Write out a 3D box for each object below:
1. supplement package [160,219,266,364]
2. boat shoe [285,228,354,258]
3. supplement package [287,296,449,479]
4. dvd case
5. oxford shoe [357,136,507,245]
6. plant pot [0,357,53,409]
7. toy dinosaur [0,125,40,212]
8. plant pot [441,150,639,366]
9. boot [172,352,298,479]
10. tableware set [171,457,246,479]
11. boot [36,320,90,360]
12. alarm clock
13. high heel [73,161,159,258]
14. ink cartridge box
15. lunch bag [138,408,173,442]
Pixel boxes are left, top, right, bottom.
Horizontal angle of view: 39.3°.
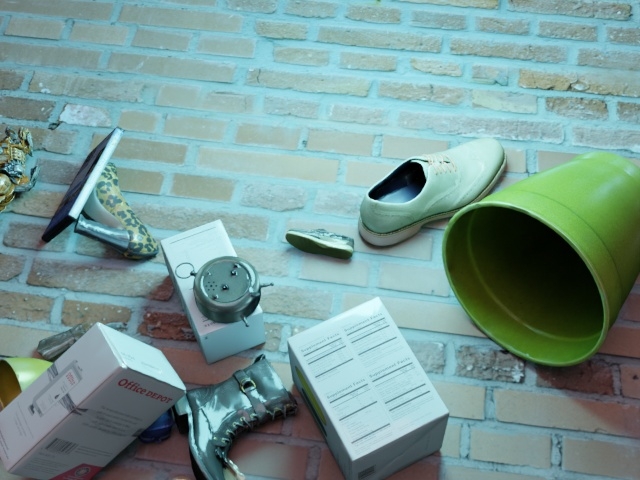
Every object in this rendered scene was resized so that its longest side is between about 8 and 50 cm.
[{"bbox_3d":[-0.220,0.106,1.845,0.139,0.134,0.244,-20,59,-12],"label":"supplement package"},{"bbox_3d":[0.000,0.000,1.958,0.152,0.056,0.049,17,54,1],"label":"boat shoe"},{"bbox_3d":[0.085,0.290,1.680,0.198,0.199,0.262,-24,60,-12],"label":"supplement package"},{"bbox_3d":[-0.527,-0.123,1.989,0.022,0.180,0.253,34,57,-22],"label":"dvd case"},{"bbox_3d":[0.259,-0.132,1.974,0.397,0.146,0.140,-33,60,-19],"label":"oxford shoe"},{"bbox_3d":[-0.564,0.286,1.758,0.095,0.134,0.134,-13,53,-40],"label":"plant pot"},{"bbox_3d":[-0.760,-0.138,2.016,0.218,0.164,0.322,16,36,-7],"label":"toy dinosaur"},{"bbox_3d":[0.497,0.002,1.795,0.366,0.366,0.353,39,54,23],"label":"plant pot"},{"bbox_3d":[-0.148,0.349,1.710,0.229,0.091,0.263,-16,58,-18],"label":"boot"},{"bbox_3d":[-0.211,0.490,1.668,0.169,0.020,0.141,-21,59,-11],"label":"tableware set"},{"bbox_3d":[-0.517,0.225,1.834,0.114,0.037,0.106,-23,47,-16],"label":"boot"},{"bbox_3d":[-0.199,0.085,1.743,0.192,0.064,0.129,20,59,16],"label":"alarm clock"},{"bbox_3d":[-0.437,-0.067,2.017,0.186,0.093,0.261,23,38,-17],"label":"high heel"},{"bbox_3d":[-0.417,0.303,1.625,0.283,0.207,0.117,-42,56,4],"label":"ink cartridge box"},{"bbox_3d":[-0.324,0.345,1.738,0.067,0.065,0.098,-5,55,-20],"label":"lunch bag"}]
